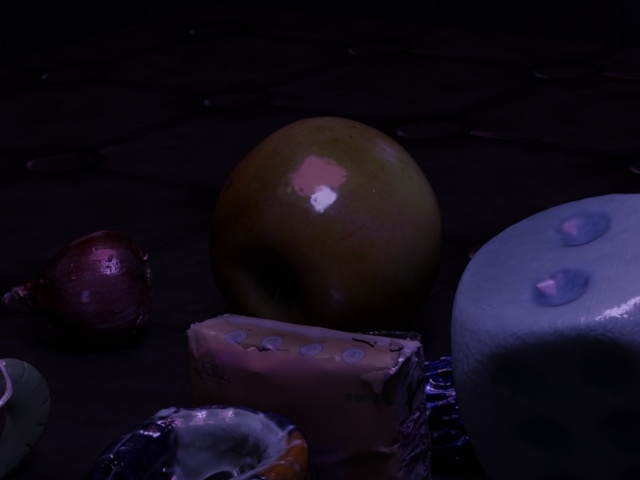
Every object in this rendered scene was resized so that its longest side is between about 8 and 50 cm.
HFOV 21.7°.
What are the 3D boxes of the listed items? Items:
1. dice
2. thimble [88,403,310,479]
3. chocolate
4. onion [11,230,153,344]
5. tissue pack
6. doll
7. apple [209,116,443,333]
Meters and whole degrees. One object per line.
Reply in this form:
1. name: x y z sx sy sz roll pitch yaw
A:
1. dice: 0.304 0.124 1.769 0.264 0.268 0.262 -8 28 27
2. thimble: -0.119 0.269 1.705 0.237 0.150 0.237 -5 19 2
3. chocolate: 0.017 0.196 1.933 0.343 0.148 0.126 1 64 8
4. onion: -0.326 0.068 2.300 0.195 0.159 0.159 -7 20 0
5. tissue pack: -0.010 0.187 1.811 0.256 0.215 0.123 6 23 26
6. doll: -0.418 0.197 1.832 0.216 0.284 0.268 19 58 40
7. apple: 0.000 0.000 2.205 0.319 0.319 0.277 9 20 31
